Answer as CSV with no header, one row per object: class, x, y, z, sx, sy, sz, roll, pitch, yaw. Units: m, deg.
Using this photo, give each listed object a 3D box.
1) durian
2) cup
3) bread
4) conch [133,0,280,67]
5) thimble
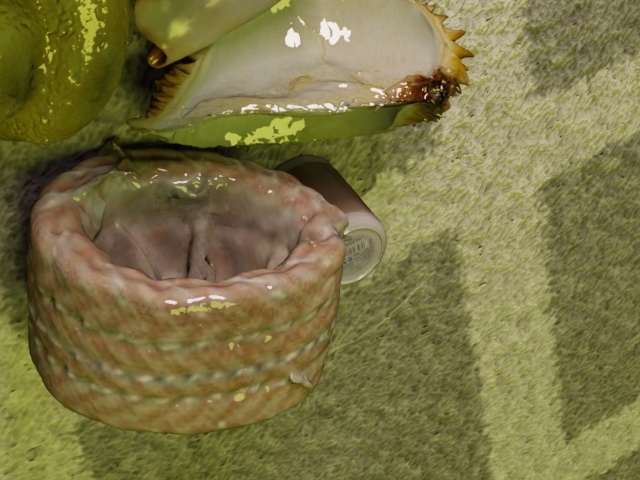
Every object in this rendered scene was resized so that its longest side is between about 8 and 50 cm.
durian,-0.016,-0.110,0.986,0.252,0.139,0.144,2,125,-11
cup,-0.005,-0.003,1.107,0.074,0.099,0.102,22,110,-42
bread,-0.188,-0.130,0.886,0.149,0.065,0.187,2,127,-50
conch,-0.063,-0.199,0.926,0.176,0.094,0.104,-35,144,9
thimble,-0.100,0.034,0.991,0.229,0.196,0.148,11,129,3
